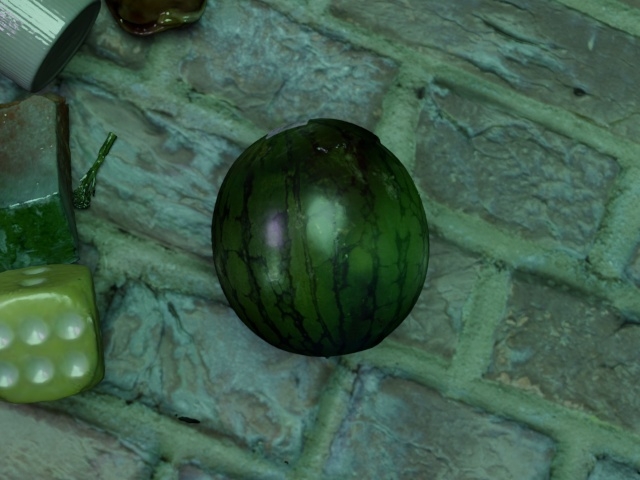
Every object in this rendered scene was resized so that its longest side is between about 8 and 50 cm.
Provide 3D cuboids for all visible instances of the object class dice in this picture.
[{"bbox_3d":[-0.408,0.132,1.502,0.169,0.169,0.166,-9,104,-10],"label":"dice"}]

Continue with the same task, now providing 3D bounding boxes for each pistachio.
[{"bbox_3d":[-0.285,-0.420,1.671,0.210,0.130,0.165,28,79,5],"label":"pistachio"}]

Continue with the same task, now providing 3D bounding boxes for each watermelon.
[{"bbox_3d":[-0.510,-0.090,1.550,0.264,0.151,0.302,-4,78,-2],"label":"watermelon"},{"bbox_3d":[0.000,0.000,1.536,0.363,0.363,0.363,2,79,-9],"label":"watermelon"}]

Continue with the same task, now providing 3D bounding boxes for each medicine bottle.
[{"bbox_3d":[-0.546,-0.415,1.572,0.384,0.224,0.224,36,76,-6],"label":"medicine bottle"}]

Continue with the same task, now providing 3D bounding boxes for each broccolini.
[{"bbox_3d":[-0.359,-0.112,1.654,0.035,0.030,0.140,29,72,-10],"label":"broccolini"}]

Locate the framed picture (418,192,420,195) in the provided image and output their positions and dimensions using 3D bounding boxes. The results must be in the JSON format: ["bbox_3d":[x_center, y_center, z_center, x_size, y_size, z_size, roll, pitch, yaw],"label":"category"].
[{"bbox_3d":[0.127,-0.048,1.732,0.066,0.006,0.089,16,77,-6],"label":"framed picture"}]
